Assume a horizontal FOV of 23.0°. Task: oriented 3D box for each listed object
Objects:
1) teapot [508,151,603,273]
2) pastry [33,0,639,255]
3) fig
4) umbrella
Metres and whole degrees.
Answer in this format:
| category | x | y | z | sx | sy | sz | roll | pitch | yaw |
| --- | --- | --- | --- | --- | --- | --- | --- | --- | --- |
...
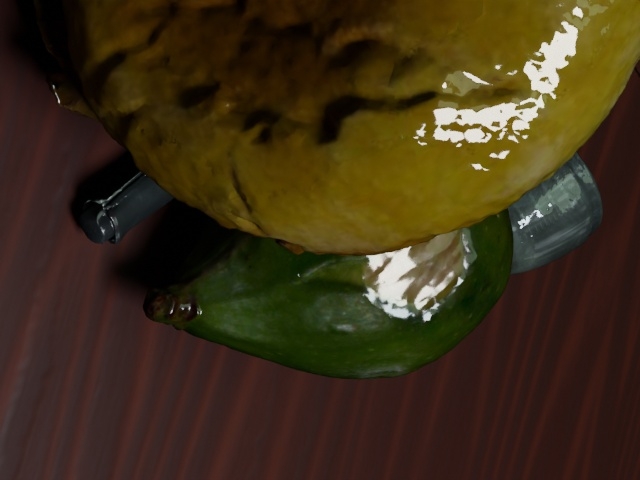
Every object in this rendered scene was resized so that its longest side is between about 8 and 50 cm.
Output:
| category | x | y | z | sx | sy | sz | roll | pitch | yaw |
| --- | --- | --- | --- | --- | --- | --- | --- | --- | --- |
| teapot | 0.133 | -0.036 | 1.161 | 0.108 | 0.111 | 0.149 | -39 | 129 | -23 |
| pastry | 0.014 | -0.162 | 0.835 | 0.164 | 0.356 | 0.356 | 20 | 78 | -67 |
| fig | 0.000 | 0.000 | 0.979 | 0.245 | 0.195 | 0.195 | -20 | 112 | -13 |
| umbrella | -0.095 | -0.039 | 0.952 | 0.133 | 0.031 | 0.036 | -40 | 121 | -38 |
